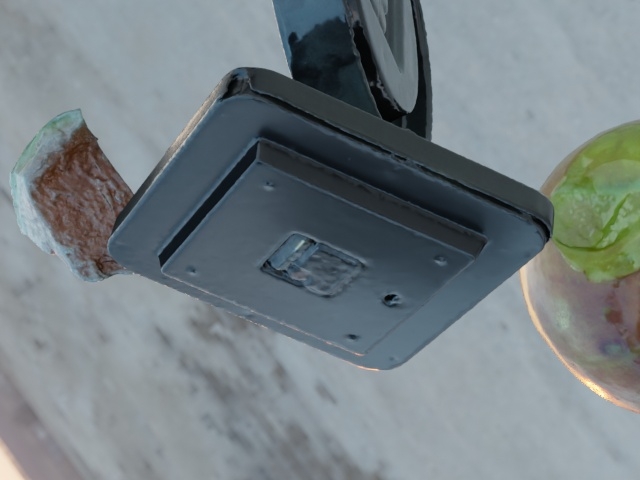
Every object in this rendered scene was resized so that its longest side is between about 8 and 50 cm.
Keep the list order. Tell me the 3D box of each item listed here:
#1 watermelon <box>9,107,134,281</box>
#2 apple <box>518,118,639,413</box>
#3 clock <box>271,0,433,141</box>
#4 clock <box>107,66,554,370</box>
[{"bbox_3d":[-0.199,-0.017,1.521,0.158,0.098,0.121,51,169,2],"label":"watermelon"},{"bbox_3d":[0.382,0.025,1.970,0.339,0.339,0.339,51,168,15],"label":"apple"},{"bbox_3d":[0.026,-0.210,1.509,0.319,0.066,0.318,-10,-90,-76],"label":"clock"},{"bbox_3d":[0.000,0.001,1.358,0.273,0.049,0.279,23,144,-16],"label":"clock"}]
